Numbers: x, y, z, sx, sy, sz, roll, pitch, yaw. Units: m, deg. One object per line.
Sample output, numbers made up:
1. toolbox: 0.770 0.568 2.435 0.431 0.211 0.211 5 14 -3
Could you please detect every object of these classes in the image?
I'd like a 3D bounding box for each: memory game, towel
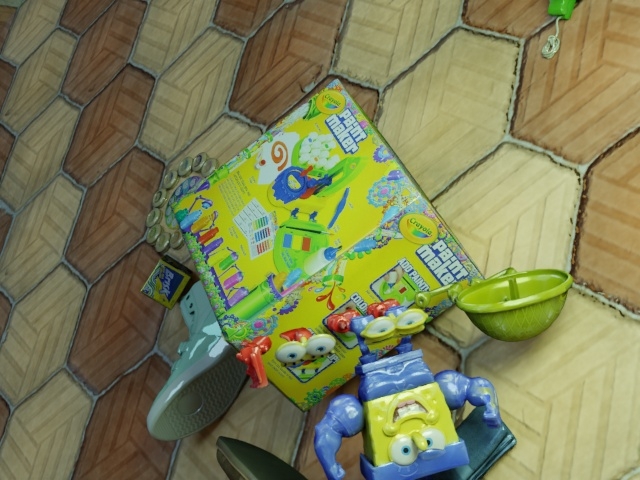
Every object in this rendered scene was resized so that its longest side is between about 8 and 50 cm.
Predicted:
1. memory game: -0.230 -0.064 2.028 0.186 0.012 0.186 -30 44 34
2. towel: 0.158 0.236 1.338 0.119 0.029 0.067 -51 34 11

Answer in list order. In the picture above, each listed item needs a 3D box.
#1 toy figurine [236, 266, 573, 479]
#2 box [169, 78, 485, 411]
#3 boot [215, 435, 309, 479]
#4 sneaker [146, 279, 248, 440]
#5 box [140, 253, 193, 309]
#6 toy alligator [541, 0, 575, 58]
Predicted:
1. toy figurine: 0.106 0.173 1.323 0.191 0.363 0.217 172 84 -77
2. box: 0.000 0.000 1.523 0.279 0.177 0.290 -37 39 7
3. boot: -0.057 0.337 1.463 0.305 0.112 0.115 37 105 52
4. sneaker: -0.171 0.156 1.727 0.256 0.094 0.151 -50 41 -6
5. box: -0.228 0.061 1.835 0.059 0.054 0.169 -59 4 -1
6. toy alligator: 0.309 -0.324 1.549 0.056 0.051 0.189 10 73 53
